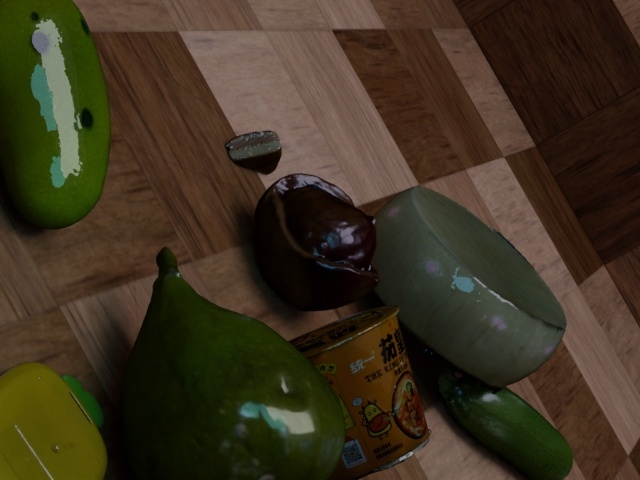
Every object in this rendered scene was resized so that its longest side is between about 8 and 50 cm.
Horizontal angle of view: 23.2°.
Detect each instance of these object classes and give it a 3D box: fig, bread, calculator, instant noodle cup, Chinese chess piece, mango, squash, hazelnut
[{"bbox_3d":[-0.092,0.163,1.634,0.233,0.233,0.314,48,19,-27],"label":"fig"},{"bbox_3d":[-0.085,-0.132,2.252,0.109,0.062,0.043,13,51,-58],"label":"bread"},{"bbox_3d":[-0.263,0.189,1.472,0.146,0.032,0.235,57,23,-8],"label":"calculator"},{"bbox_3d":[0.027,0.193,1.897,0.172,0.216,0.216,68,21,-3],"label":"instant noodle cup"},{"bbox_3d":[0.218,0.072,2.424,0.349,0.146,0.349,36,18,-14],"label":"Chinese chess piece"},{"bbox_3d":[-0.305,-0.152,1.691,0.175,0.143,0.293,8,64,-62],"label":"mango"},{"bbox_3d":[0.301,0.297,2.495,0.379,0.101,0.101,38,30,-41],"label":"squash"},{"bbox_3d":[-0.006,0.000,2.119,0.170,0.160,0.201,14,54,-59],"label":"hazelnut"}]
